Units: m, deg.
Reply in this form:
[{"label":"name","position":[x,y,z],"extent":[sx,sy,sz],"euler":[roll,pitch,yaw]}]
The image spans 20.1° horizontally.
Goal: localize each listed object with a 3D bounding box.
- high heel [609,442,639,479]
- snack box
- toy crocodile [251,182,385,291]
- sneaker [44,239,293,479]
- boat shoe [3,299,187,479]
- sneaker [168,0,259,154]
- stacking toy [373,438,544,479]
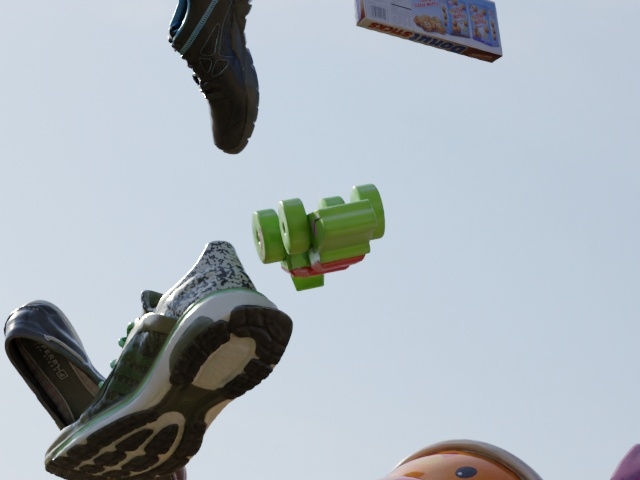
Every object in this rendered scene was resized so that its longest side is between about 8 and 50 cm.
[{"label":"high heel","position":[0.283,0.356,2.018],"extent":[0.181,0.377,0.127],"euler":[43,-38,44]},{"label":"snack box","position":[0.107,-0.227,1.802],"extent":[0.178,0.064,0.022],"euler":[11,-27,-35]},{"label":"toy crocodile","position":[0.000,0.000,2.121],"extent":[0.115,0.105,0.340],"euler":[-11,-2,-15]},{"label":"sneaker","position":[-0.197,0.154,2.227],"extent":[0.158,0.182,0.410],"euler":[26,-56,-38]},{"label":"boat shoe","position":[-0.302,0.228,2.358],"extent":[0.335,0.112,0.095],"euler":[53,17,-12]},{"label":"sneaker","position":[-0.179,-0.300,2.877],"extent":[0.139,0.341,0.125],"euler":[-10,19,-19]},{"label":"stacking toy","position":[0.057,0.416,2.160],"extent":[0.350,0.351,0.480],"euler":[4,-1,41]}]
